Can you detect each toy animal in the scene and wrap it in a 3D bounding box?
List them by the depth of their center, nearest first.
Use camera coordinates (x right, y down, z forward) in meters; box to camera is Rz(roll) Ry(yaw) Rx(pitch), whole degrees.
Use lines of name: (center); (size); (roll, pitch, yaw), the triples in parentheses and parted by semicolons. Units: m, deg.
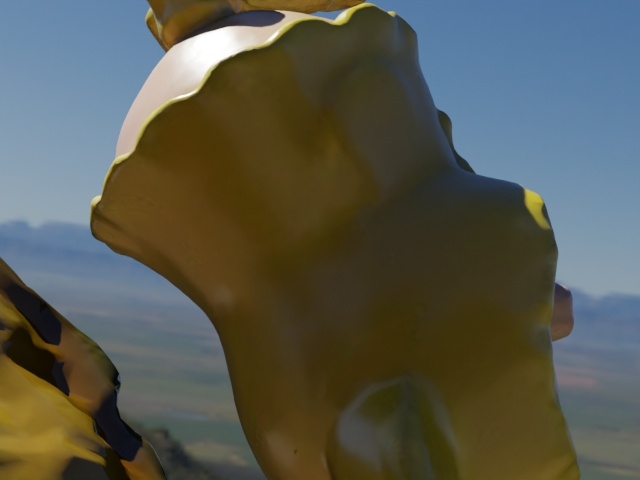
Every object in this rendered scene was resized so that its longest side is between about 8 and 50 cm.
toy animal: (0.000, 0.002, 0.490); (0.156, 0.230, 0.156); (-25, -15, -7)

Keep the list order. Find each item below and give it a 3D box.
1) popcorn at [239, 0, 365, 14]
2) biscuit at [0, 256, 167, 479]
popcorn: (-0.020, -0.177, 0.688); (0.167, 0.148, 0.152); (-8, -44, 0)
biscuit: (-0.158, 0.038, 0.246); (0.329, 0.078, 0.335); (34, 18, -17)
